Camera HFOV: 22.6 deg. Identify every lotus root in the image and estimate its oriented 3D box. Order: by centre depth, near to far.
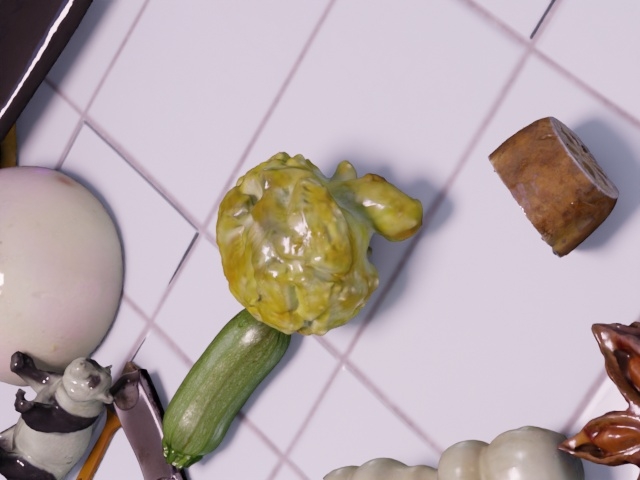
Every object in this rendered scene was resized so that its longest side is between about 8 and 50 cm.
[{"bbox_3d":[0.211,-0.051,1.461,0.081,0.112,0.122,-40,60,18],"label":"lotus root"}]

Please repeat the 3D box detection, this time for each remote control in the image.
[{"bbox_3d":[-0.180,0.244,1.766,0.059,0.028,0.212,-35,69,31],"label":"remote control"}]

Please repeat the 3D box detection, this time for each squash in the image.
[{"bbox_3d":[-0.105,0.152,1.703,0.077,0.068,0.219,44,110,28],"label":"squash"}]

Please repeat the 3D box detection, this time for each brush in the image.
[{"bbox_3d":[-0.244,0.218,1.836,0.043,0.014,0.170,39,107,37],"label":"brush"}]

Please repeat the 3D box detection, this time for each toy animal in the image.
[{"bbox_3d":[-0.308,0.201,1.805,0.225,0.121,0.094,-57,29,33],"label":"toy animal"}]

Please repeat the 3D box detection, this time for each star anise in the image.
[{"bbox_3d":[0.322,0.139,1.364,0.220,0.099,0.214,30,87,42],"label":"star anise"}]

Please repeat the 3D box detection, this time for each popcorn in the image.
[{"bbox_3d":[0.000,0.000,1.593,0.212,0.198,0.198,-29,64,4],"label":"popcorn"}]

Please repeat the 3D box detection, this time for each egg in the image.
[{"bbox_3d":[-0.352,0.027,1.839,0.206,0.161,0.271,-18,76,24],"label":"egg"}]

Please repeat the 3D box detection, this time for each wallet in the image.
[{"bbox_3d":[-0.403,-0.200,1.955,0.378,0.051,0.197,-55,40,10],"label":"wallet"}]

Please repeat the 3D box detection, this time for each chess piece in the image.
[{"bbox_3d":[0.128,0.239,1.480,0.243,0.133,0.133,-24,69,26],"label":"chess piece"}]

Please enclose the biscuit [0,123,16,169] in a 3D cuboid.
[{"bbox_3d":[-0.453,-0.070,2.028,0.183,0.039,0.174,-3,83,38],"label":"biscuit"}]
